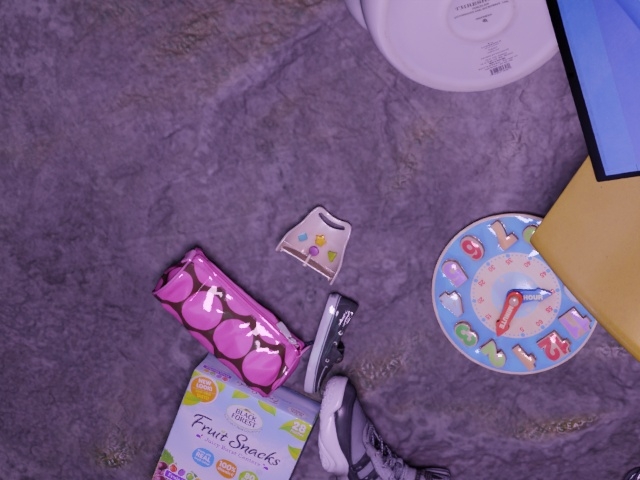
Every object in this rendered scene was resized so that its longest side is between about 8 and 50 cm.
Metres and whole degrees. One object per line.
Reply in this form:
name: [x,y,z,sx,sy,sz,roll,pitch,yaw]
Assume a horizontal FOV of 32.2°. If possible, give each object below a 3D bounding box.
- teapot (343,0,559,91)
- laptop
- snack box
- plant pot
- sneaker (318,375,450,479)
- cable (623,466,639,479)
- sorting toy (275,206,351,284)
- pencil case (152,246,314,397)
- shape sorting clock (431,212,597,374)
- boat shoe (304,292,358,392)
teapot: [0.159,-0.298,1.180,0.256,0.187,0.253,14,134,-19]
laptop: [0.311,-0.154,0.978,0.136,0.264,0.234,-19,104,4]
snack box: [-0.116,0.280,1.493,0.174,0.070,0.207,24,110,5]
plant pot: [0.351,-0.006,1.209,0.187,0.212,0.212,36,102,14]
sneaker: [0.089,0.291,1.435,0.153,0.101,0.269,-5,113,14]
cable: [0.464,0.339,1.393,0.184,0.047,0.151,-19,108,16]
sorting toy: [0.000,0.000,1.389,0.083,0.045,0.075,32,105,2]
pencil case: [-0.114,0.100,1.422,0.209,0.095,0.098,40,138,-2]
shape sorting clock: [0.237,0.067,1.352,0.206,0.040,0.206,4,109,12]
boat shoe: [0.013,0.137,1.426,0.040,0.049,0.142,18,109,7]
